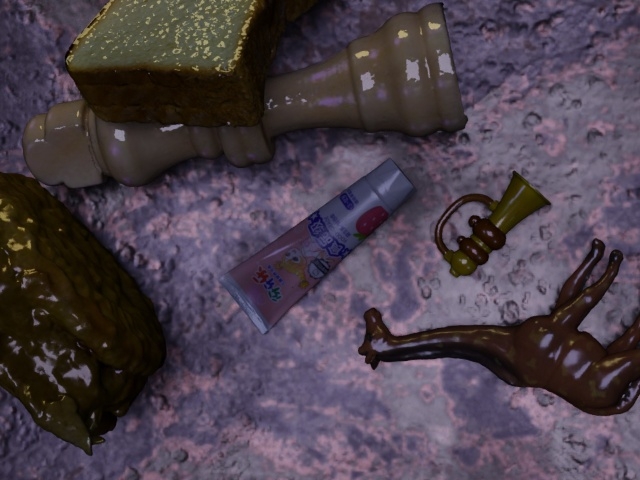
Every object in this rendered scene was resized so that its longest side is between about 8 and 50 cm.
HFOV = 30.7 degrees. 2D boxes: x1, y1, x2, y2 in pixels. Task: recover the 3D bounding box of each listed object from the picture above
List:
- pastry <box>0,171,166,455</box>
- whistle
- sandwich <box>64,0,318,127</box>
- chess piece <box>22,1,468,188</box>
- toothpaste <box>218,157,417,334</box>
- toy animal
[{"bbox_3d":[-0.233,0.047,0.984,0.240,0.235,0.132,43,86,-4],"label":"pastry"},{"bbox_3d":[0.148,-0.017,1.049,0.109,0.046,0.057,-43,98,7],"label":"whistle"},{"bbox_3d":[-0.101,-0.188,1.004,0.186,0.065,0.214,3,47,23],"label":"sandwich"},{"bbox_3d":[-0.074,-0.117,1.045,0.397,0.117,0.117,-11,85,7],"label":"chess piece"},{"bbox_3d":[0.000,0.000,1.064,0.194,0.043,0.067,-40,86,7],"label":"toothpaste"},{"bbox_3d":[0.175,0.083,1.029,0.230,0.066,0.224,-44,72,-2],"label":"toy animal"}]
